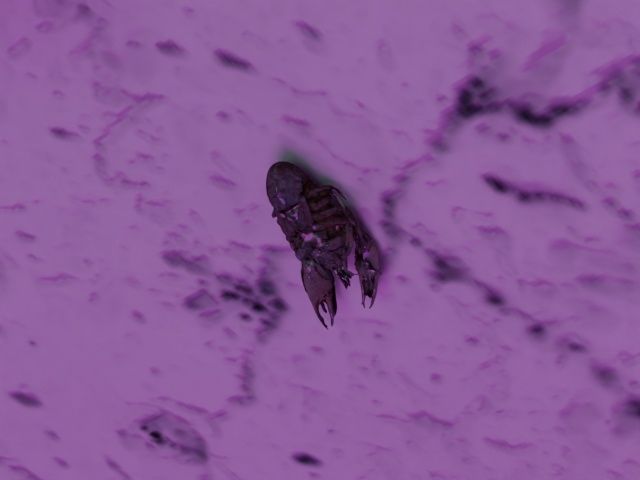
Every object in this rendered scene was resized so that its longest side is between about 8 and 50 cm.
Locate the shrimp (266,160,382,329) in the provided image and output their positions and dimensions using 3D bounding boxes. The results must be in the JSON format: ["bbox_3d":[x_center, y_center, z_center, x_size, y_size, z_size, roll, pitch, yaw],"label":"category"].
[{"bbox_3d":[0.004,0.001,0.698,0.038,0.029,0.092,-7,134,16],"label":"shrimp"}]
